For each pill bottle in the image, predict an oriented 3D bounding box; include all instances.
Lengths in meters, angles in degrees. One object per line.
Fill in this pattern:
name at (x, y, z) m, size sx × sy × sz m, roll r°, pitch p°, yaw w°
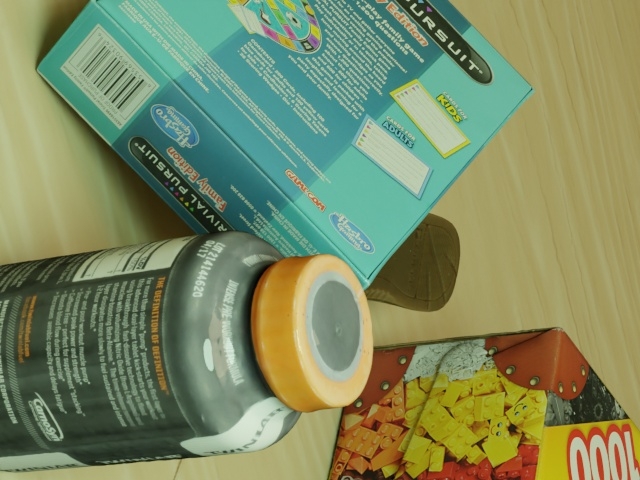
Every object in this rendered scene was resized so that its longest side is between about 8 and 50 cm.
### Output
pill bottle at (-0.093, 0.065, 1.134) m, size 0.130 × 0.245 × 0.130 m, roll 21°, pitch 66°, yaw -56°

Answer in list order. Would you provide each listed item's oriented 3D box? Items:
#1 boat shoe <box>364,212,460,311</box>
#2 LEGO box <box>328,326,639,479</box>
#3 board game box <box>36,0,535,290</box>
boat shoe at (0.000, 0.000, 1.483) m, size 0.285 × 0.089 × 0.105 m, roll 23°, pitch 78°, yaw -52°
LEGO box at (0.189, 0.361, 1.589) m, size 0.500 × 0.193 × 0.372 m, roll 49°, pitch 43°, yaw -43°
board game box at (-0.010, -0.113, 1.378) m, size 0.254 × 0.079 × 0.336 m, roll 46°, pitch 36°, yaw -2°
